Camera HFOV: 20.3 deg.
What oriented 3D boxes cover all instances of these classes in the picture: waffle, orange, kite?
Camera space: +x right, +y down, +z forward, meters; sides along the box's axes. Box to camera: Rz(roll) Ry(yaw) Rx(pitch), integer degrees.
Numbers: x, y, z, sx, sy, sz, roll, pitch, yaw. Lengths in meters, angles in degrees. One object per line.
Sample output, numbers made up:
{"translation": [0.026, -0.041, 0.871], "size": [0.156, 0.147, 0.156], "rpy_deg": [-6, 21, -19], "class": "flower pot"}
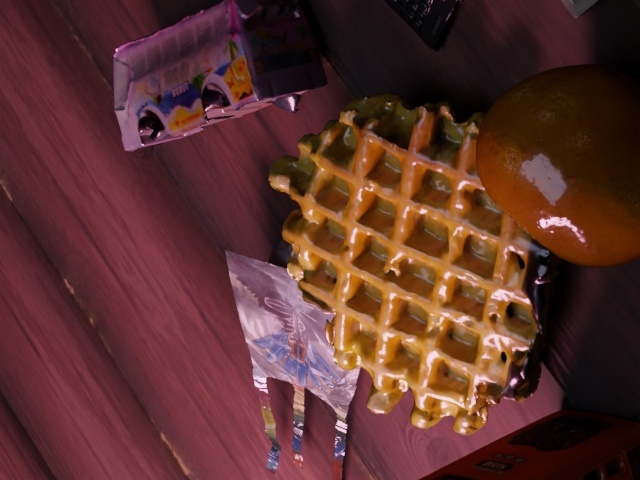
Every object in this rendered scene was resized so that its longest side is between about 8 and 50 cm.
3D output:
{"translation": [0.091, 0.024, 1.518], "size": [0.307, 0.060, 0.312], "rpy_deg": [-9, 110, 42], "class": "waffle"}
{"translation": [0.193, -0.058, 1.303], "size": [0.159, 0.159, 0.136], "rpy_deg": [41, 99, 31], "class": "orange"}
{"translation": [-0.013, 0.147, 1.769], "size": [0.169, 0.015, 0.310], "rpy_deg": [21, 137, 31], "class": "kite"}

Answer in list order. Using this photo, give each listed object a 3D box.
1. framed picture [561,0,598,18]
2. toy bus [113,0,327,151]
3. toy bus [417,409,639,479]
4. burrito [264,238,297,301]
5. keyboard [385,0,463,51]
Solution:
{"translation": [0.195, -0.264, 1.260], "size": [0.150, 0.015, 0.203], "rpy_deg": [55, 145, 3], "class": "framed picture"}
{"translation": [-0.104, -0.156, 1.688], "size": [0.274, 0.090, 0.112], "rpy_deg": [-12, 94, 56], "class": "toy bus"}
{"translation": [0.126, 0.252, 1.416], "size": [0.143, 0.329, 0.153], "rpy_deg": [6, 113, 53], "class": "toy bus"}
{"translation": [0.000, -0.001, 1.672], "size": [0.064, 0.064, 0.203], "rpy_deg": [57, 147, 13], "class": "burrito"}
{"translation": [0.105, -0.258, 1.403], "size": [0.087, 0.017, 0.250], "rpy_deg": [50, 143, 22], "class": "keyboard"}
